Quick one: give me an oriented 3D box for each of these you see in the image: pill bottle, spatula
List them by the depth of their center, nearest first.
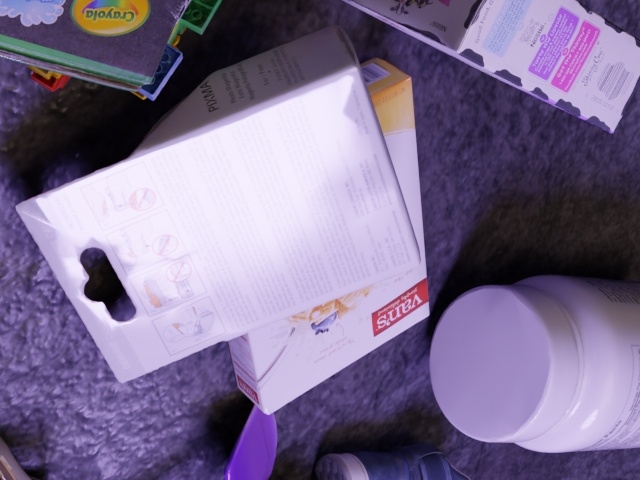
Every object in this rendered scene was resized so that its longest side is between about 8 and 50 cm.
[{"bbox_3d":[-0.112,0.237,1.048,0.296,0.030,0.084,-46,142,-35],"label":"spatula"},{"bbox_3d":[0.241,0.113,1.256,0.283,0.160,0.160,6,111,-44],"label":"pill bottle"}]

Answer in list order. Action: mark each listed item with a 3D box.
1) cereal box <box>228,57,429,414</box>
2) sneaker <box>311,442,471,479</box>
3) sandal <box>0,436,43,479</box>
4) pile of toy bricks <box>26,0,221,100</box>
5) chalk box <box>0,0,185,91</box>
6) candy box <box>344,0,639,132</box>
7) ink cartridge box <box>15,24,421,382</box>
[{"bbox_3d":[0.000,0.000,1.044,0.173,0.047,0.240,-30,133,-24],"label":"cereal box"},{"bbox_3d":[0.059,0.288,1.259,0.163,0.086,0.226,-5,118,-38],"label":"sneaker"},{"bbox_3d":[-0.205,0.184,0.973,0.049,0.072,0.180,-53,139,-36],"label":"sandal"},{"bbox_3d":[-0.081,-0.162,0.842,0.212,0.118,0.105,-58,178,-12],"label":"pile of toy bricks"},{"bbox_3d":[-0.166,-0.193,0.672,0.180,0.179,0.289,13,108,-47],"label":"chalk box"},{"bbox_3d":[0.111,-0.158,0.956,0.196,0.165,0.070,17,103,-47],"label":"candy box"},{"bbox_3d":[-0.063,-0.020,0.924,0.232,0.066,0.189,-19,133,2],"label":"ink cartridge box"}]
